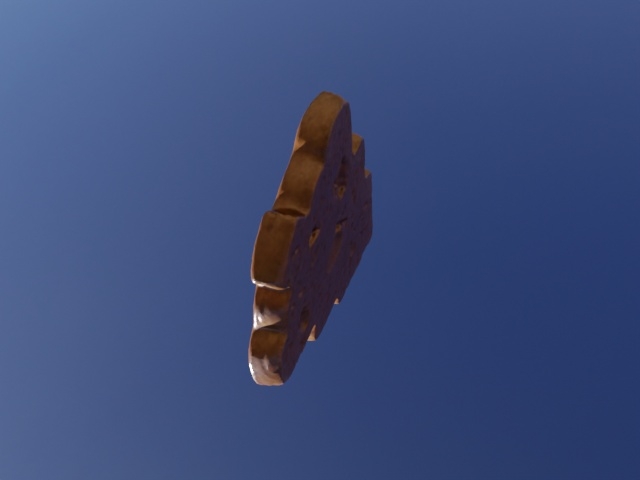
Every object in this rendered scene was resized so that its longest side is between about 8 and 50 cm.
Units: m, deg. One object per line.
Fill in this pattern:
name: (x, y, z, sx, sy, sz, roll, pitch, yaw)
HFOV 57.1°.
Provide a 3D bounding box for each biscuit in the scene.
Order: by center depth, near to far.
biscuit: (0.000, 0.000, 0.623, 0.043, 0.306, 0.283, 15, -83, 17)
